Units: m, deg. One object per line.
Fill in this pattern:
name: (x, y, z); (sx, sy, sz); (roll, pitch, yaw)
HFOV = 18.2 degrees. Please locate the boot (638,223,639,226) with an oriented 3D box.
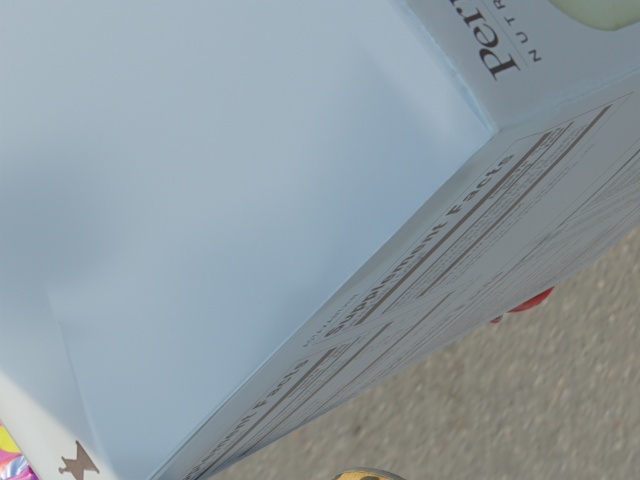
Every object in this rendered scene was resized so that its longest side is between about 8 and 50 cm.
boot: (0.228, -0.120, 0.900); (0.138, 0.377, 0.284); (-10, 106, -17)

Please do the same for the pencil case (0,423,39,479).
pencil case: (-0.197, 0.236, 1.664); (0.104, 0.104, 0.236); (-13, 129, 25)

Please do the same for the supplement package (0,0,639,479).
supplement package: (0.011, -0.083, 0.579); (0.199, 0.263, 0.198); (54, 133, 11)

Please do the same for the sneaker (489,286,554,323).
sneaker: (0.000, -0.001, 0.822); (0.145, 0.270, 0.090); (38, 155, 50)

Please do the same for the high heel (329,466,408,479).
high heel: (0.045, 0.308, 1.522); (0.186, 0.093, 0.261); (-30, 83, 38)
